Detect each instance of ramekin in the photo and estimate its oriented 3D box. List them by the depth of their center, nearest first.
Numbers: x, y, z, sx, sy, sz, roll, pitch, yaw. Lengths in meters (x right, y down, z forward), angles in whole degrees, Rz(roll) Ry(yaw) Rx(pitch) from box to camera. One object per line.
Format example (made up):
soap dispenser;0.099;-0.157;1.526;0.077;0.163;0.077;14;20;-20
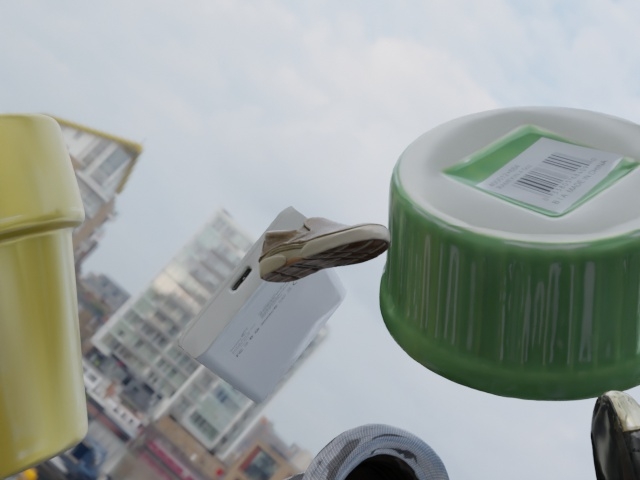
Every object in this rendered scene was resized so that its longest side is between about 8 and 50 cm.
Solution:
ramekin;0.202;-0.006;0.941;0.303;0.303;0.148;30;-44;42

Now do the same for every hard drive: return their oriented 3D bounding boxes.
hard drive;-0.060;0.093;1.275;0.040;0.203;0.307;36;-9;18

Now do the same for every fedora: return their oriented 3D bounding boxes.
fedora;0.018;0.305;1.000;0.124;0.244;0.275;-9;-3;34

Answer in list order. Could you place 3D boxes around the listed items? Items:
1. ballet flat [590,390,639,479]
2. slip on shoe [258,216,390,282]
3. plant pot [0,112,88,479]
ballet flat;0.179;0.156;0.503;0.057;0.049;0.173;104;-32;-77
slip on shoe;0.000;0.000;0.786;0.051;0.041;0.135;10;-20;-35
plant pot;-0.282;0.056;0.741;0.254;0.254;0.239;163;-90;-74
